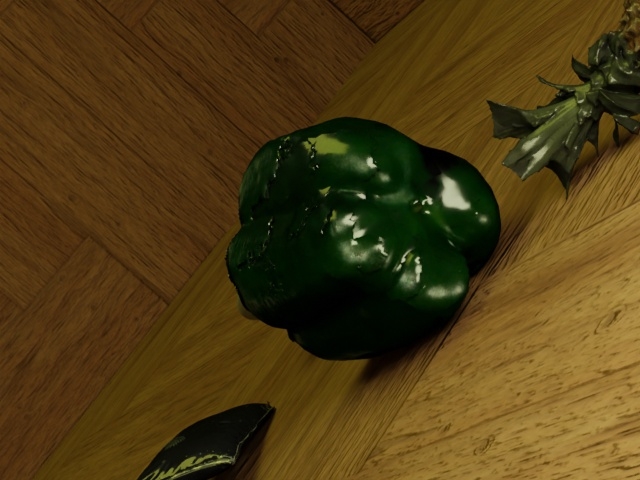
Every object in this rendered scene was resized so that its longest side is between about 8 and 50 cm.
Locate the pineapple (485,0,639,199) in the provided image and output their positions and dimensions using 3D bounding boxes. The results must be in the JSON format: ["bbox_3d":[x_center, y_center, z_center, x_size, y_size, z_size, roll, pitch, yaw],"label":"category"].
[{"bbox_3d":[0.279,-0.164,1.467,0.277,0.130,0.119,-45,-3,29],"label":"pineapple"}]

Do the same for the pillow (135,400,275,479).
[{"bbox_3d":[-0.139,0.248,1.813,0.141,0.055,0.208,-21,5,15],"label":"pillow"}]

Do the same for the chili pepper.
[{"bbox_3d":[0.047,0.001,1.581,0.256,0.248,0.233,-20,56,62],"label":"chili pepper"}]

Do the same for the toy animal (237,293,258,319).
[{"bbox_3d":[-0.007,0.011,1.940,0.249,0.174,0.289,-51,10,-24],"label":"toy animal"}]
